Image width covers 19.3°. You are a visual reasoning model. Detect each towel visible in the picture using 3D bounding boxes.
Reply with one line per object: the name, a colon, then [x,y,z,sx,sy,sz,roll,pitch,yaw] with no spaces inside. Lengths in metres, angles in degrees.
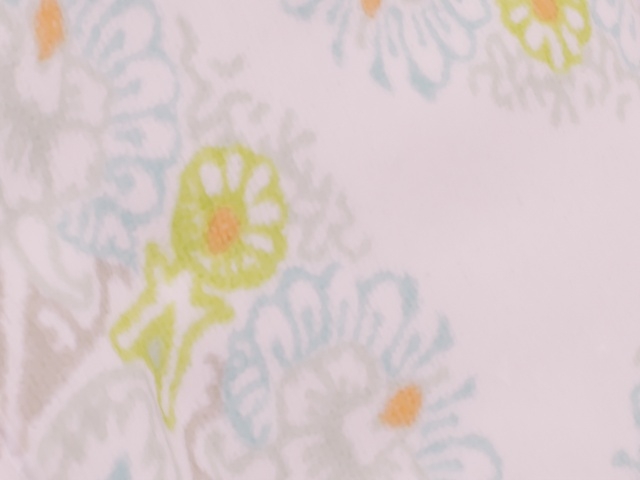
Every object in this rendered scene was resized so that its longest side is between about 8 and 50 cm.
towel: [0.000,0.000,0.578,0.374,0.090,0.320,-32,100,-43]
